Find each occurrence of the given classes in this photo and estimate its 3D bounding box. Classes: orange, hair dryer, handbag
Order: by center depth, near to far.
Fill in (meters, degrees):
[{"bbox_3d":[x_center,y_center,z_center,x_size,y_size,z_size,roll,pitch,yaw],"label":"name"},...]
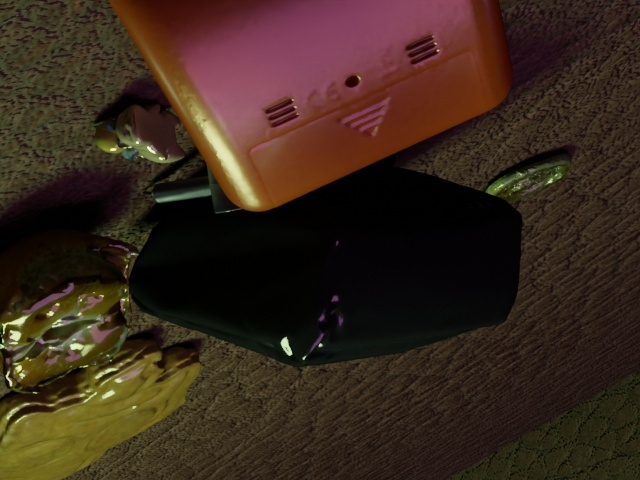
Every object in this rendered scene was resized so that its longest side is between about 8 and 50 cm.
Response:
[{"bbox_3d":[-0.109,-0.052,1.681,0.114,0.063,0.037,-9,-178,34],"label":"hair dryer"},{"bbox_3d":[-0.233,0.051,1.704,0.170,0.112,0.160,-51,146,7],"label":"orange"},{"bbox_3d":[0.001,-0.003,1.807,0.275,0.177,0.302,18,-164,39],"label":"handbag"}]

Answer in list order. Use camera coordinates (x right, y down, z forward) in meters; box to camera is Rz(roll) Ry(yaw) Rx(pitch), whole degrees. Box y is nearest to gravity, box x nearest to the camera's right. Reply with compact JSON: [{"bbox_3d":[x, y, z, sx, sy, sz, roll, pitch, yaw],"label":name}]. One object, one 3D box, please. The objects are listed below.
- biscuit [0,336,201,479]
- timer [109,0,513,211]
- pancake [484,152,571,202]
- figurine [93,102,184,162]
[{"bbox_3d":[-0.266,0.204,2.229,0.269,0.051,0.376,-15,160,-33],"label":"biscuit"},{"bbox_3d":[-0.006,-0.169,1.370,0.257,0.161,0.250,-24,148,0],"label":"timer"},{"bbox_3d":[0.228,-0.067,2.138,0.108,0.017,0.108,-22,167,-5],"label":"pancake"},{"bbox_3d":[-0.146,-0.080,1.546,0.051,0.047,0.083,-20,161,22],"label":"figurine"}]
